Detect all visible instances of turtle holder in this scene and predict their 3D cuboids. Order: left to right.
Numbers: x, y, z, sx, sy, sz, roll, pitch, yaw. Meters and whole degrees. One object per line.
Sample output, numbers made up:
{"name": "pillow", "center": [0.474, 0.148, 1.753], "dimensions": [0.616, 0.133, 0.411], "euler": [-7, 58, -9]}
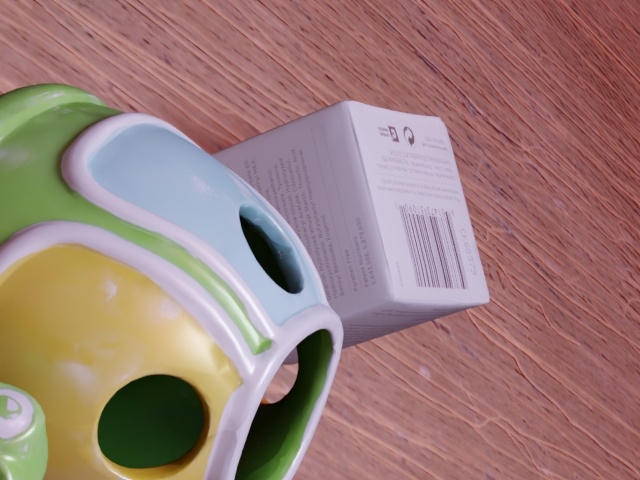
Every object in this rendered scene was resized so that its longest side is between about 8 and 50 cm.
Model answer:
{"name": "turtle holder", "center": [-0.124, 0.043, 0.938], "dimensions": [0.243, 0.227, 0.320], "euler": [-64, 164, -11]}

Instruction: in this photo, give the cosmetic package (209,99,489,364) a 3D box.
{"name": "cosmetic package", "center": [0.000, 0.000, 1.397], "dimensions": [0.151, 0.184, 0.151], "euler": [5, 69, -59]}
